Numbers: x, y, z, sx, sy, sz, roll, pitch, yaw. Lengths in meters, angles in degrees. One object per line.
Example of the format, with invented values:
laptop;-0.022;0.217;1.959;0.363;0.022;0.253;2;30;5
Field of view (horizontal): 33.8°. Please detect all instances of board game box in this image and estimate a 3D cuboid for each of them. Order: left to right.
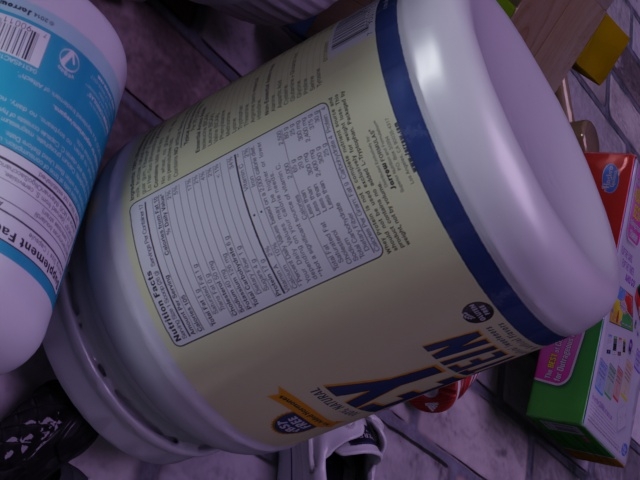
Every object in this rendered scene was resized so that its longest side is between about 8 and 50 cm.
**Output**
board game box;0.338;0.089;1.251;0.242;0.064;0.317;42;60;-55

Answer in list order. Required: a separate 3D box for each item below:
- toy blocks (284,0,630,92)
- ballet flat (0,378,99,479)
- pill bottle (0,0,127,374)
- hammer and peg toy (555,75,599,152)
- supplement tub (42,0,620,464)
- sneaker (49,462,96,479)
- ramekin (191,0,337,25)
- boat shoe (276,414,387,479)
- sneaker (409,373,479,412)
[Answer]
toy blocks;0.078;-0.176;0.915;0.190;0.261;0.381;27;98;-46
ballet flat;-0.207;0.141;0.649;0.173;0.049;0.057;-30;133;-48
pill bottle;-0.211;-0.022;0.602;0.146;0.146;0.264;39;50;-39
hammer and peg toy;0.184;-0.176;1.191;0.361;0.127;0.266;1;78;-56
supplement tub;0.000;0.000;0.686;0.235;0.324;0.235;46;29;-36
sneaker;-0.179;0.178;0.678;0.035;0.031;0.083;48;39;-13
ramekin;-0.042;-0.277;0.870;0.109;0.207;0.207;23;60;-57
boat shoe;0.016;0.173;0.883;0.095;0.084;0.258;21;62;-47
sneaker;0.119;0.055;1.080;0.128;0.087;0.221;-13;101;-62
